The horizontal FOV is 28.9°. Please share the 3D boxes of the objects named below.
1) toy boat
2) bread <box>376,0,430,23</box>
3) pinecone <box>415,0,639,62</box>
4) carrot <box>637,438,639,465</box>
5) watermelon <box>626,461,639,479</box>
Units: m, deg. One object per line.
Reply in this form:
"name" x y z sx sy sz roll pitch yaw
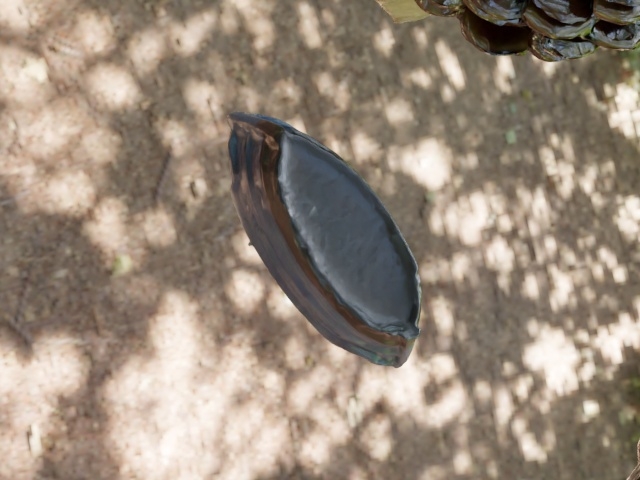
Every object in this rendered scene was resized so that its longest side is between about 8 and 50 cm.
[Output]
"toy boat" 0.000 0.000 1.241 0.129 0.142 0.309 -37 98 -21
"bread" 0.179 -0.514 1.590 0.279 0.390 0.371 20 60 -60
"pinecone" 0.134 -0.199 0.607 0.221 0.221 0.222 33 50 -51
"carrot" 0.481 0.191 1.569 0.114 0.114 0.302 33 75 -51
"watermelon" 0.306 0.230 0.797 0.269 0.269 0.269 33 50 -51
